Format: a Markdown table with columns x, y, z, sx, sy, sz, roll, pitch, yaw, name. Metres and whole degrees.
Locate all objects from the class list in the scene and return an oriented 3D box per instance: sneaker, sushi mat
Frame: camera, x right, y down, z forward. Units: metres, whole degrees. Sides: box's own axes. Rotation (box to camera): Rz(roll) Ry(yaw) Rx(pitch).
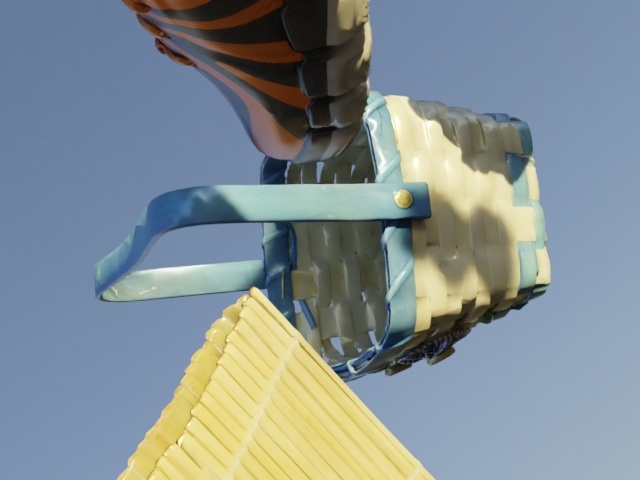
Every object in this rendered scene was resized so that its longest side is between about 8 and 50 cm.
| x | y | z | sx | sy | sz | roll | pitch | yaw | name |
| --- | --- | --- | --- | --- | --- | --- | --- | --- | --- |
| -0.078 | -0.129 | 0.577 | 0.180 | 0.124 | 0.321 | -11 | -31 | -2 | sneaker |
| 0.049 | 0.174 | 0.495 | 0.019 | 0.316 | 0.151 | -31 | 17 | 40 | sushi mat |

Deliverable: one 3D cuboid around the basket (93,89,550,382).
| x | y | z | sx | sy | sz | roll | pitch | yaw | name |
| --- | --- | --- | --- | --- | --- | --- | --- | --- | --- |
| 0.000 | 0.000 | 1.043 | 0.289 | 0.201 | 0.255 | 0 | -11 | -18 | basket |
